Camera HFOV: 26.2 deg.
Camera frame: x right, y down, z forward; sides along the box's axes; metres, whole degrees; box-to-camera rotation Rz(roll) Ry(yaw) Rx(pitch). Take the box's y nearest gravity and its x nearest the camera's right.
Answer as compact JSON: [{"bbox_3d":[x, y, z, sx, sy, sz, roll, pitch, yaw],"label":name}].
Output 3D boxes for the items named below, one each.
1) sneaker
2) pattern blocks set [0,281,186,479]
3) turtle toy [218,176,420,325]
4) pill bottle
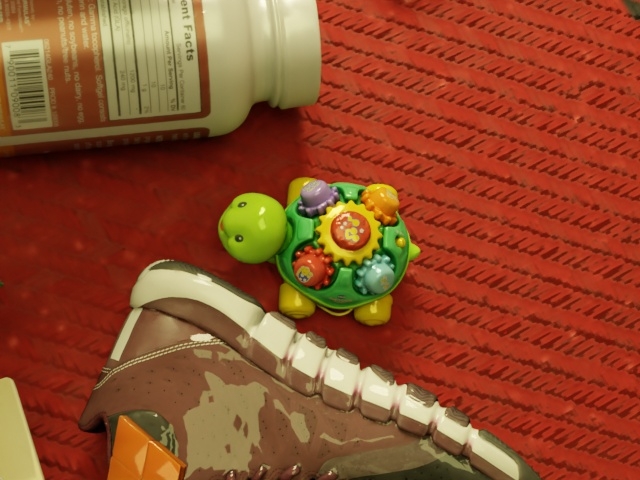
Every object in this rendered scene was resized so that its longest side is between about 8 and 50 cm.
[{"bbox_3d":[-0.017,0.142,0.821,0.281,0.106,0.162,28,80,10],"label":"sneaker"},{"bbox_3d":[-0.208,0.185,0.778,0.285,0.026,0.325,-13,79,6],"label":"pattern blocks set"},{"bbox_3d":[0.000,0.000,0.869,0.130,0.066,0.095,5,74,-6],"label":"turtle toy"},{"bbox_3d":[-0.113,-0.120,0.858,0.216,0.121,0.121,-6,76,-10],"label":"pill bottle"}]
